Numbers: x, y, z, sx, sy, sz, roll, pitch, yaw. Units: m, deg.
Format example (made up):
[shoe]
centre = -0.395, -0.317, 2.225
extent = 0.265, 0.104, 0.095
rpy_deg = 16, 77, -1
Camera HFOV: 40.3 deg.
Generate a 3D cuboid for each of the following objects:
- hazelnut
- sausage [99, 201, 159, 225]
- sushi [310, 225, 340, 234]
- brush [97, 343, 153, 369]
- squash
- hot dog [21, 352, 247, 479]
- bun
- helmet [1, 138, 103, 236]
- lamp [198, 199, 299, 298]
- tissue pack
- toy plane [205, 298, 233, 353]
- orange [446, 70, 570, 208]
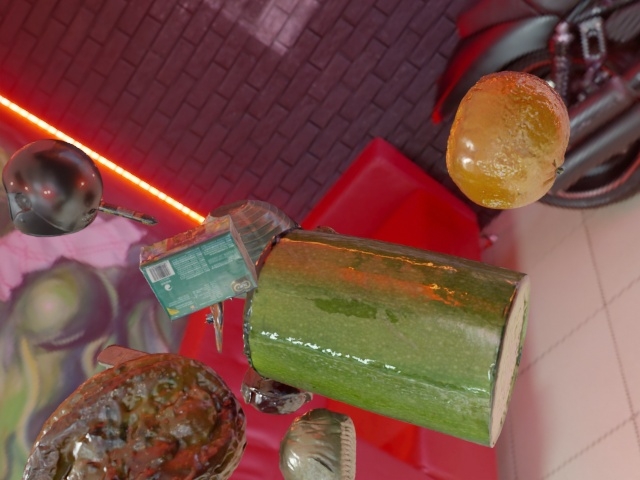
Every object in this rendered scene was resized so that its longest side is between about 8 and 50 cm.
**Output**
[hazelnut]
centre = -0.096, 0.351, 2.096
extent = 0.170, 0.202, 0.161
rpy_deg = 14, 56, 26
[sausage]
centre = -0.482, -0.068, 2.117
extent = 0.028, 0.198, 0.025
rpy_deg = -63, -16, -50
[sushi]
centre = 0.000, -0.004, 2.272
extent = 0.060, 0.117, 0.062
rpy_deg = 68, -158, -67
[brush]
centre = -0.376, 0.308, 2.005
extent = 0.327, 0.065, 0.070
rpy_deg = 8, 33, 29
[squash]
centre = 0.105, 0.132, 1.323
extent = 0.263, 0.384, 0.263
rpy_deg = 12, -90, -69
[hot dog]
centre = -0.308, 0.352, 1.408
extent = 0.387, 0.267, 0.174
rpy_deg = -36, -21, -8
[bun]
centre = -0.007, 0.338, 1.346
extent = 0.167, 0.113, 0.173
rpy_deg = -80, -16, -52
[helmet]
centre = -0.564, -0.114, 1.851
extent = 0.193, 0.216, 0.189
rpy_deg = -40, 7, 42
[lamp]
centre = -0.163, 0.025, 1.938
extent = 0.265, 0.233, 0.233
rpy_deg = -5, 46, 28
[tissue pack]
centre = -0.140, 0.027, 1.012
extent = 0.111, 0.085, 0.079
rpy_deg = -22, 28, 3
[toy plane]
centre = -0.178, 0.091, 1.442
extent = 0.062, 0.135, 0.189
rpy_deg = -1, 88, 52
[orange]
centre = 0.262, -0.136, 1.202
extent = 0.193, 0.161, 0.193
rpy_deg = 18, -90, -75
